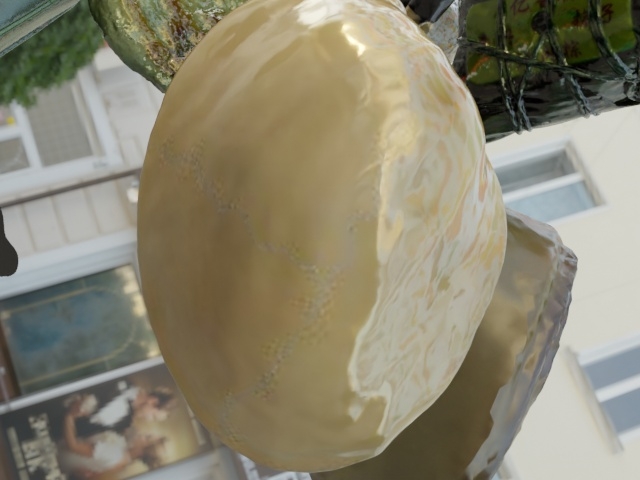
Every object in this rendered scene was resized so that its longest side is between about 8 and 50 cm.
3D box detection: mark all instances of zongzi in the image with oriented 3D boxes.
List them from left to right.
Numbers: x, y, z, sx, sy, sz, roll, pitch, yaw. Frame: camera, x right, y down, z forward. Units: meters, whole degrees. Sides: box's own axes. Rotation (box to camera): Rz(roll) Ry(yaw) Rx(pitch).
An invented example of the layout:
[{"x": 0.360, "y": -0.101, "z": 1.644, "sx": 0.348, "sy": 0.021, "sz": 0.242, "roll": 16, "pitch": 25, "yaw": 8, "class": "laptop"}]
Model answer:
[{"x": 0.311, "y": -0.327, "z": 1.402, "sx": 0.319, "sy": 0.383, "sz": 0.362, "roll": 13, "pitch": 66, "yaw": -69, "class": "zongzi"}]

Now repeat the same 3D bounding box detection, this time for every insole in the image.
[{"x": -0.478, "y": -0.002, "z": 1.498, "sx": 0.188, "sy": 0.064, "sz": 0.004, "roll": 100, "pitch": -14, "yaw": -52, "class": "insole"}]

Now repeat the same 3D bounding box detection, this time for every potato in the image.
[{"x": 0.212, "y": -0.418, "z": 2.072, "sx": 0.262, "sy": 0.165, "sz": 0.165, "roll": -52, "pitch": 127, "yaw": -84, "class": "potato"}]

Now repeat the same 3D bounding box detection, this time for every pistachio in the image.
[{"x": 0.001, "y": -0.013, "z": 0.680, "sx": 0.229, "sy": 0.238, "sz": 0.321, "roll": -106, "pitch": -158, "yaw": -86, "class": "pistachio"}]

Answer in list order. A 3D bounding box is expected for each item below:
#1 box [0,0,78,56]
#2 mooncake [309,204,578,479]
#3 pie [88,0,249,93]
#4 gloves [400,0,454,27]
[{"x": -0.446, "y": -0.364, "z": 1.258, "sx": 0.177, "sy": 0.329, "sz": 0.253, "roll": 15, "pitch": -52, "yaw": 21, "class": "box"}, {"x": 0.134, "y": 0.141, "z": 1.232, "sx": 0.394, "sy": 0.246, "sz": 0.393, "roll": 108, "pitch": 3, "yaw": -57, "class": "mooncake"}, {"x": -0.147, "y": -0.264, "z": 1.267, "sx": 0.067, "sy": 0.302, "sz": 0.302, "roll": -39, "pitch": -115, "yaw": 39, "class": "pie"}, {"x": 0.162, "y": -0.373, "z": 1.191, "sx": 0.152, "sy": 0.197, "sz": 0.301, "roll": 44, "pitch": -74, "yaw": 39, "class": "gloves"}]
